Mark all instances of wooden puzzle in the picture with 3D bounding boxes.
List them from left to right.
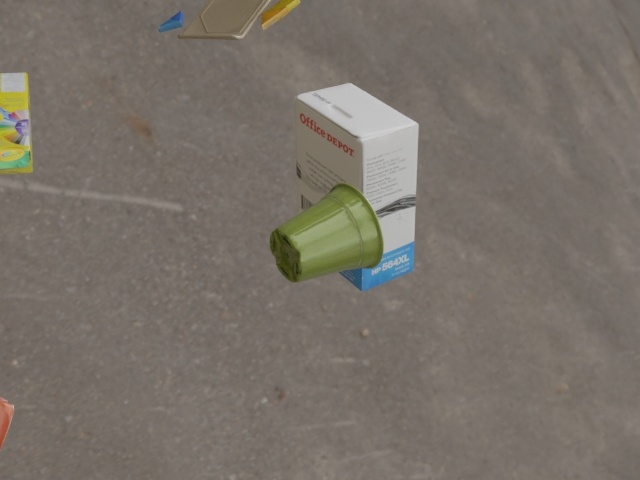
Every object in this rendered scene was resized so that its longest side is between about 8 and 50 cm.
[{"bbox_3d":[-0.080,-0.195,0.830,0.078,0.116,0.014,-51,138,-32],"label":"wooden puzzle"}]

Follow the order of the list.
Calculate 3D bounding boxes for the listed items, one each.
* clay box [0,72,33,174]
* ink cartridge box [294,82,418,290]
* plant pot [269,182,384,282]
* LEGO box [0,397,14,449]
[{"bbox_3d":[-0.515,-0.172,1.466,0.128,0.053,0.222,-4,49,-14],"label":"clay box"},{"bbox_3d":[0.041,-0.067,1.133,0.086,0.203,0.148,-19,37,-27],"label":"ink cartridge box"},{"bbox_3d":[0.000,0.000,0.841,0.079,0.083,0.083,-22,83,-28],"label":"plant pot"},{"bbox_3d":[-0.653,0.180,0.986,0.500,0.373,0.193,37,54,-40],"label":"LEGO box"}]
